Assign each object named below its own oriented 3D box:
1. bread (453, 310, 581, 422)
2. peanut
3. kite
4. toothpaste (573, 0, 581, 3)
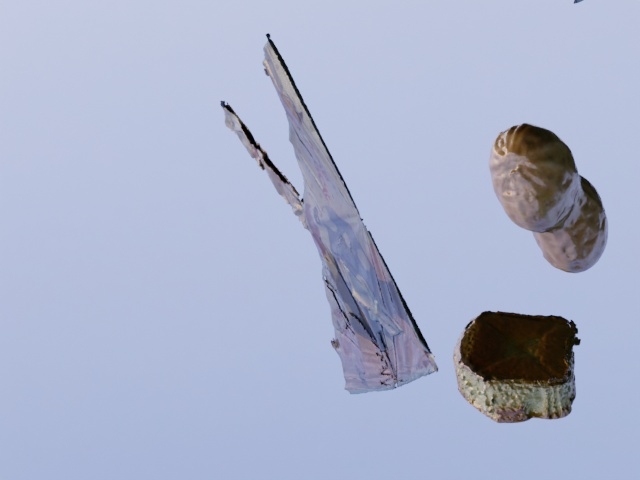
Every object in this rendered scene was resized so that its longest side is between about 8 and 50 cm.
[{"bbox_3d":[0.217,0.141,2.002,0.140,0.069,0.128,2,-144,9],"label":"bread"},{"bbox_3d":[0.222,-0.037,1.740,0.089,0.193,0.089,-21,-134,24],"label":"peanut"},{"bbox_3d":[0.000,0.000,1.248,0.011,0.335,0.314,-25,-136,-15],"label":"kite"},{"bbox_3d":[0.242,-0.318,1.574,0.048,0.301,0.075,13,-117,20],"label":"toothpaste"}]
